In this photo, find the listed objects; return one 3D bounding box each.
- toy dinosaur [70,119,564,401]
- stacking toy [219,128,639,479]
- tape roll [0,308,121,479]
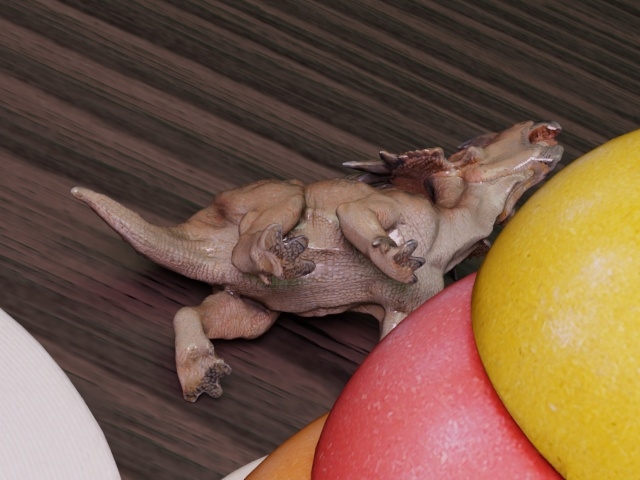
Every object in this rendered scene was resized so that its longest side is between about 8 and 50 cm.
[{"bbox_3d":[0.000,0.000,0.938,0.296,0.127,0.200,5,30,-9],"label":"toy dinosaur"},{"bbox_3d":[0.153,0.075,0.599,0.351,0.480,0.350,18,34,-13],"label":"stacking toy"},{"bbox_3d":[-0.247,0.140,0.498,0.392,0.072,0.392,1,45,-1],"label":"tape roll"}]
